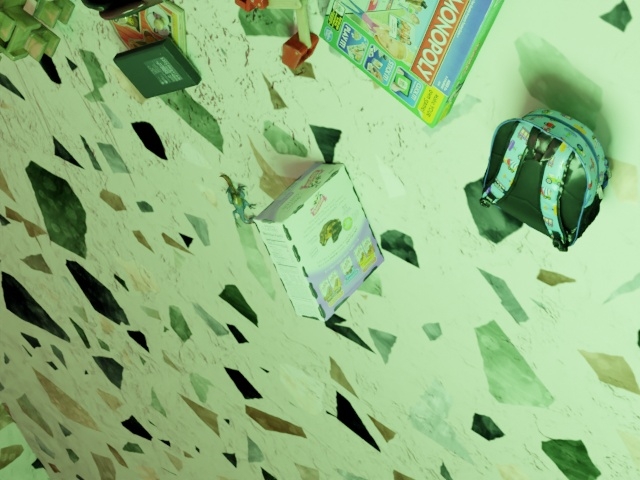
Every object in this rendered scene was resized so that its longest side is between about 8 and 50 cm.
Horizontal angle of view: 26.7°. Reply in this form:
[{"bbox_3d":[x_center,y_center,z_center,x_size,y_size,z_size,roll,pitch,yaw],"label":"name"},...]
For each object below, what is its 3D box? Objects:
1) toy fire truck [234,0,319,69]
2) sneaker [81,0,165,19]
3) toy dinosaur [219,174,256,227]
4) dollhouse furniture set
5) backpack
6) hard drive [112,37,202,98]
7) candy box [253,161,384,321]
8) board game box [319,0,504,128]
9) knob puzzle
[{"bbox_3d":[-0.062,-0.352,1.940,0.135,0.047,0.192,35,146,18],"label":"toy fire truck"},{"bbox_3d":[-0.330,-0.400,2.091,0.281,0.162,0.106,6,119,45],"label":"sneaker"},{"bbox_3d":[-0.140,-0.066,2.395,0.082,0.047,0.090,77,172,-53],"label":"toy dinosaur"},{"bbox_3d":[-0.541,-0.426,2.299,0.161,0.212,0.242,39,122,10],"label":"dollhouse furniture set"},{"bbox_3d":[0.294,-0.098,1.726,0.158,0.117,0.173,32,147,23],"label":"backpack"},{"bbox_3d":[-0.274,-0.286,2.253,0.135,0.022,0.094,-8,133,43],"label":"hard drive"},{"bbox_3d":[0.000,0.000,2.154,0.070,0.165,0.196,8,132,44],"label":"candy box"},{"bbox_3d":[0.119,-0.306,1.758,0.213,0.046,0.317,41,152,11],"label":"board game box"},{"bbox_3d":[-0.303,-0.356,2.251,0.213,0.030,0.213,32,147,24],"label":"knob puzzle"}]
